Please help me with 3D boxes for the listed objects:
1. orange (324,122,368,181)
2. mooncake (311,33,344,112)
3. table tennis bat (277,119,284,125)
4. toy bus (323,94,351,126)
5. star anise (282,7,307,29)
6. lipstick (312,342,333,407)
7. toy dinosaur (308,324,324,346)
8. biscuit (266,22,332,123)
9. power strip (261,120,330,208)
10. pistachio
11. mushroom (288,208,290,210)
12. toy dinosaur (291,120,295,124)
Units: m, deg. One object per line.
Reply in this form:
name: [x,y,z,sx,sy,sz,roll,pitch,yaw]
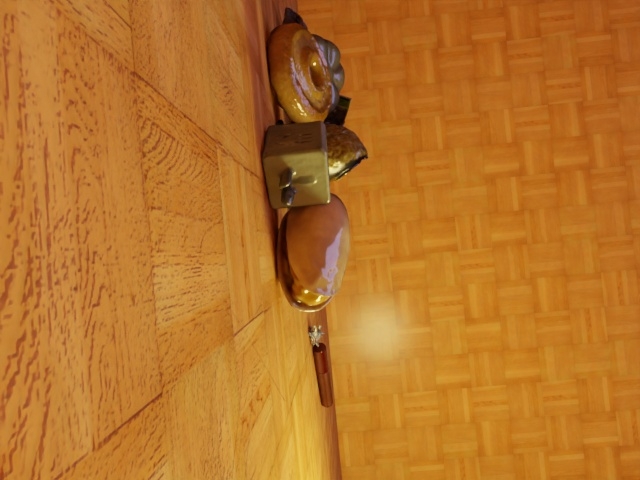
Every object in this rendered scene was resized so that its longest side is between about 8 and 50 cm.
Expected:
orange: [0.012,-0.301,1.747,0.210,0.271,0.368,56,4,-6]
mooncake: [-0.021,-0.557,1.662,0.275,0.135,0.274,-22,116,-53]
table tennis bat: [-0.109,-0.273,1.376,0.236,0.027,0.150,88,-3,-88]
toy bus: [0.035,-0.439,1.929,0.301,0.113,0.139,113,-7,-50]
star anise: [-0.084,-0.690,1.811,0.332,0.118,0.331,-5,90,-82]
lipstick: [0.012,0.560,2.013,0.057,0.057,0.356,-92,176,-53]
toy dinosaur: [-0.018,0.364,1.871,0.209,0.039,0.082,30,57,-74]
biscuit: [-0.049,-0.475,1.411,0.296,0.102,0.296,33,52,-57]
power strip: [-0.050,-0.156,1.082,0.224,0.140,0.139,-93,178,-55]
pistachio: [-0.009,0.018,1.136,0.187,0.188,0.299,82,11,-54]
mushroom: [-0.051,-0.167,1.385,0.117,0.141,0.188,53,27,-14]
toy dinosaur: [-0.059,-0.446,1.949,0.327,0.113,0.206,59,26,-81]
